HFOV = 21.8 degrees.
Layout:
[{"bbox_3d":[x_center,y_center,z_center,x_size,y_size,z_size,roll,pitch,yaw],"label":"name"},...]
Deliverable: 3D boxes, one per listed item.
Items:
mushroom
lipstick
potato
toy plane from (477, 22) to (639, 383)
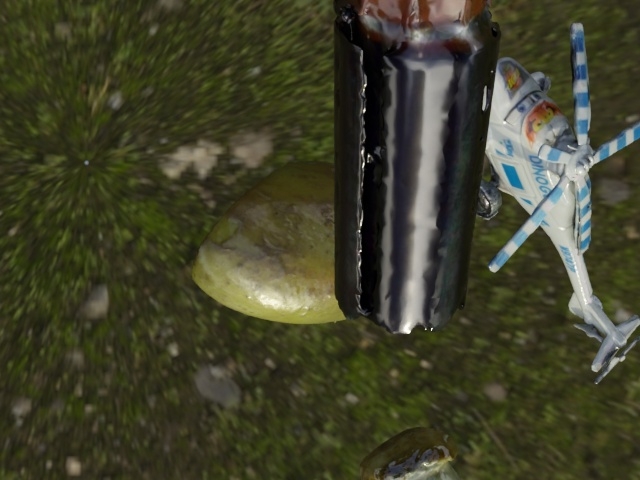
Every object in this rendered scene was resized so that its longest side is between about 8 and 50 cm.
[{"bbox_3d":[0.127,0.357,1.707,0.107,0.087,0.333,-16,86,6],"label":"mushroom"},{"bbox_3d":[0.046,-0.144,0.731,0.077,0.077,0.418,-2,121,-8],"label":"lipstick"},{"bbox_3d":[0.000,0.000,1.664,0.298,0.176,0.141,-5,128,-43],"label":"potato"},{"bbox_3d":[0.184,-0.031,1.276,0.182,0.107,0.273,-55,136,-9],"label":"toy plane"}]
